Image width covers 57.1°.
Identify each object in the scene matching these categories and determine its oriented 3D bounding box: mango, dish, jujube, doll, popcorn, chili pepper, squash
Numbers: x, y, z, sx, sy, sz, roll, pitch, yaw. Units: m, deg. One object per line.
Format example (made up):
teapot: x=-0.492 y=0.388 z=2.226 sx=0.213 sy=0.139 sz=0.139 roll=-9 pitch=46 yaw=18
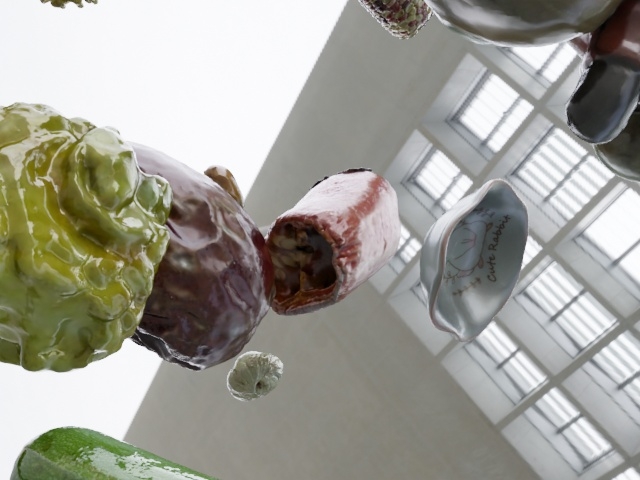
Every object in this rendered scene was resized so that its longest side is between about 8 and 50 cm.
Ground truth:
mango: x=-0.225 y=-0.124 z=1.367 sx=0.127 sy=0.077 sz=0.063 roll=54 pitch=-28 yaw=8
dish: x=0.195 y=0.022 z=0.807 sx=0.081 sy=0.229 sz=0.229 roll=22 pitch=-65 yaw=42
jujube: x=-0.245 y=0.018 z=0.889 sx=0.377 sy=0.276 sz=0.276 roll=32 pitch=-55 yaw=1
doll: x=0.179 y=-0.179 z=0.386 sx=0.174 sy=0.330 sz=0.235 roll=-34 pitch=-144 yaw=51
popcorn: x=-0.272 y=-0.020 z=0.563 sx=0.235 sy=0.250 sz=0.241 roll=-32 pitch=-140 yaw=9
chili pepper: x=0.000 y=0.000 z=1.085 sx=0.251 sy=0.305 sz=0.229 roll=-9 pitch=-81 yaw=29
squash: x=-0.099 y=0.157 z=0.331 sx=0.219 sy=0.077 sz=0.068 roll=8 pitch=-113 yaw=26

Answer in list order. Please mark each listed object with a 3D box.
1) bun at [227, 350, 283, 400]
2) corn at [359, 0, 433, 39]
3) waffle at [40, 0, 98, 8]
bun: x=-0.123 y=0.269 z=1.142 sx=0.069 sy=0.115 sz=0.115 roll=55 pitch=-46 yaw=44
corn: x=0.088 y=-0.487 z=1.059 sx=0.290 sy=0.098 sz=0.098 roll=40 pitch=-41 yaw=-24
waffle: x=-0.538 y=-0.567 z=1.210 sx=0.161 sy=0.046 sz=0.191 roll=-2 pitch=-97 yaw=0
